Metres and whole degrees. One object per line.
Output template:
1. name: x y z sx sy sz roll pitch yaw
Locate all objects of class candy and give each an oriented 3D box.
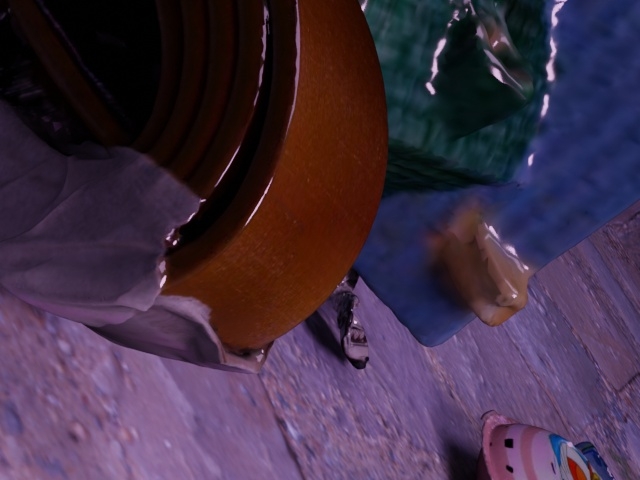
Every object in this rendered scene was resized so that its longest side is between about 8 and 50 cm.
1. candy: -0.001 0.000 1.106 0.094 0.051 0.226 44 19 -43

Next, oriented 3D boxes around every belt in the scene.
1. belt: -0.100 -0.096 0.717 0.339 0.217 0.122 61 10 30

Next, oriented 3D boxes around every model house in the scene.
1. model house: 0.077 -0.148 0.977 0.382 0.334 0.343 15 44 -52

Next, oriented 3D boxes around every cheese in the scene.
1. cheese: 0.196 0.213 1.187 0.189 0.074 0.286 61 22 16
